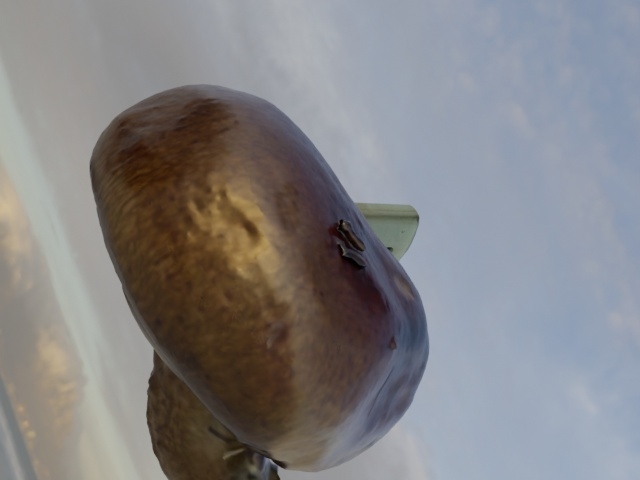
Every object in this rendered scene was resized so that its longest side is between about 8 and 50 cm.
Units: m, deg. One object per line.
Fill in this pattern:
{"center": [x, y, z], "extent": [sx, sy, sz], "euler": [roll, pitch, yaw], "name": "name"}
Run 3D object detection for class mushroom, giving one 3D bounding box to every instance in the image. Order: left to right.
{"center": [-0.068, 0.059, 0.679], "extent": [0.345, 0.260, 0.345], "euler": [53, 1, -2], "name": "mushroom"}

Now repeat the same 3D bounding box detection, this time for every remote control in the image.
{"center": [0.000, 0.000, 0.963], "extent": [0.038, 0.233, 0.098], "euler": [59, -46, 37], "name": "remote control"}
